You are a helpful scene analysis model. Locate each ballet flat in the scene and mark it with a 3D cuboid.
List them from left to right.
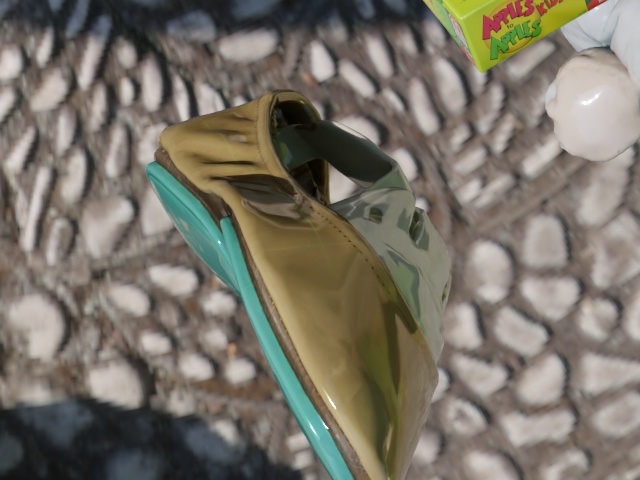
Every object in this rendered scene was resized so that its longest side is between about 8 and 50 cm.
[{"bbox_3d":[0.000,0.000,0.604,0.073,0.232,0.080,-29,118,-5],"label":"ballet flat"}]

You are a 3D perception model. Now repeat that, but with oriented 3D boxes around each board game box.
[{"bbox_3d":[0.084,-0.177,1.069,0.092,0.181,0.043,-30,134,-3],"label":"board game box"}]

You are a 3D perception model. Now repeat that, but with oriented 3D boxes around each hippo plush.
[{"bbox_3d":[0.215,-0.226,1.383,0.234,0.294,0.236,-38,96,22],"label":"hippo plush"}]
